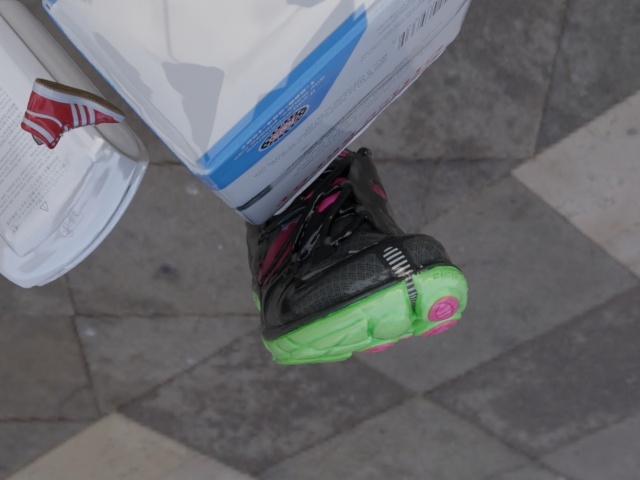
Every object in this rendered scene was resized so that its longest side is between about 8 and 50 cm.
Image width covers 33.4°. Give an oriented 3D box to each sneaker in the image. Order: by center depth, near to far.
[{"bbox_3d":[0.000,0.000,1.089,0.185,0.483,0.202,-14,100,-14],"label":"sneaker"},{"bbox_3d":[-0.265,-0.127,1.133,0.118,0.042,0.067,13,107,-50],"label":"sneaker"}]

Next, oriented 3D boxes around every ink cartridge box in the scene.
[{"bbox_3d":[-0.020,-0.176,0.863,0.285,0.166,0.395,-44,176,-2],"label":"ink cartridge box"}]

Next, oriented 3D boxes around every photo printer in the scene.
[{"bbox_3d":[-0.377,-0.113,1.364,0.256,0.307,0.107,-46,166,18],"label":"photo printer"}]
